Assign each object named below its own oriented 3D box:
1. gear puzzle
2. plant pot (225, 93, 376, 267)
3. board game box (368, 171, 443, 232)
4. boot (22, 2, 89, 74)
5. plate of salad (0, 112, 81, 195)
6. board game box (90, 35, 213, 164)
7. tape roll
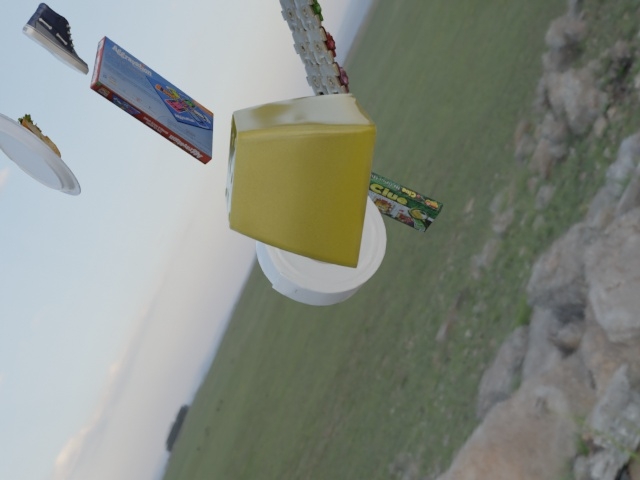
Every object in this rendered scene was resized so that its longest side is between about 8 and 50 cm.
[{"bbox_3d":[-0.022,-0.472,1.977,0.044,0.339,0.175,-28,19,-18],"label":"gear puzzle"},{"bbox_3d":[-0.041,-0.098,1.334,0.212,0.187,0.212,-112,27,-66],"label":"plant pot"},{"bbox_3d":[0.169,-0.108,2.294,0.136,0.259,0.030,117,177,-62],"label":"board game box"},{"bbox_3d":[-0.604,-0.472,2.138,0.069,0.190,0.086,23,80,42],"label":"boot"},{"bbox_3d":[-0.469,-0.149,1.494,0.048,0.200,0.200,-55,-1,-22],"label":"plate of salad"},{"bbox_3d":[-0.325,-0.274,1.792,0.027,0.281,0.145,-33,40,30],"label":"board game box"},{"bbox_3d":[0.000,0.000,2.039,0.100,0.286,0.286,124,168,-65],"label":"tape roll"}]
